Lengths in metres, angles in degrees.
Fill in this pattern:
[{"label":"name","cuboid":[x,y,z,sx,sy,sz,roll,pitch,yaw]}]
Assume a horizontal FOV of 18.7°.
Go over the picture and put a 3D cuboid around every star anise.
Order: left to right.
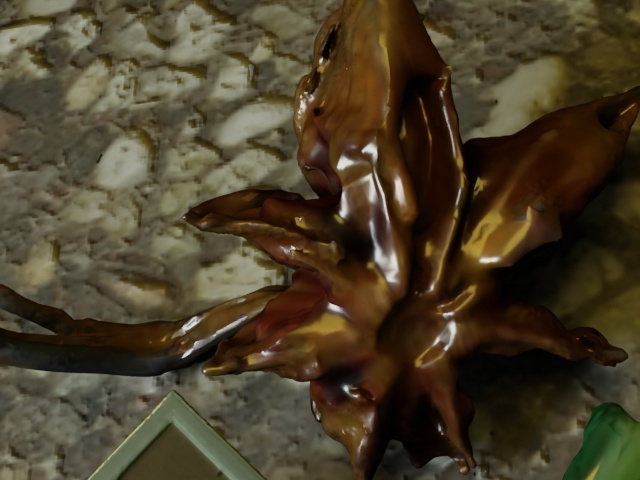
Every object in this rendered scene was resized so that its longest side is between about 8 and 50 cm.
[{"label":"star anise","cuboid":[-0.003,0.003,0.900,0.346,0.148,0.237,-19,98,7]}]

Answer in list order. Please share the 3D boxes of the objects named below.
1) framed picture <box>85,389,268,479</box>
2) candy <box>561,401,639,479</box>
[{"label":"framed picture","cuboid":[-0.078,0.179,0.853,0.142,0.011,0.183,45,79,-8]},{"label":"candy","cuboid":[0.150,0.208,0.653,0.172,0.263,0.398,22,69,37]}]
